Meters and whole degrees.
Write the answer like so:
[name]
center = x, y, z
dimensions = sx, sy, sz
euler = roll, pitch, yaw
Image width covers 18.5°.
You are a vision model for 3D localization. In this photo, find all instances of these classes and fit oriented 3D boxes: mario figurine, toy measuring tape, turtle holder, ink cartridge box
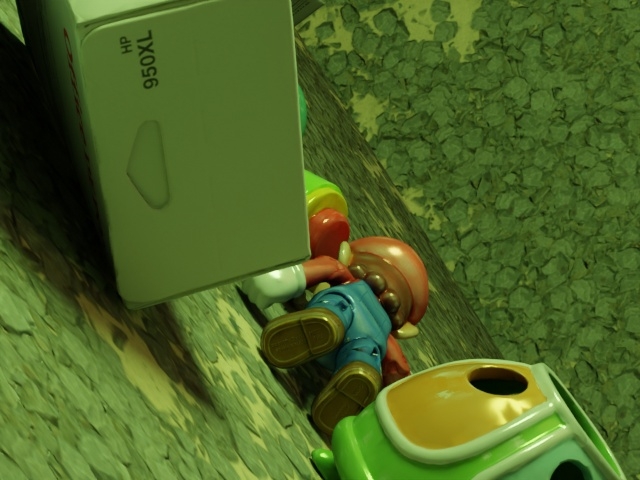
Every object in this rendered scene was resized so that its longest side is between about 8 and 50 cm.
[mario figurine]
center = 0.012, 0.104, 2.012
dimensions = 0.320, 0.170, 0.198
euler = -48, 139, -71
[toy measuring tape]
center = 0.000, 0.000, 2.187
dimensions = 0.121, 0.121, 0.330
euler = 59, 11, 29
[turtle holder]
center = 0.160, 0.252, 1.715
dimensions = 0.320, 0.227, 0.243
euler = 55, 7, 2
[ink cartridge box]
center = -0.148, -0.182, 1.596
dimensions = 0.395, 0.166, 0.285
euler = -116, -164, -46

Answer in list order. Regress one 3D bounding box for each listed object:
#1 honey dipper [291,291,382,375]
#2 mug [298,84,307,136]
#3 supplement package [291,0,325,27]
[honey dipper]
center = 0.018, 0.106, 2.217
dimensions = 0.161, 0.030, 0.030
euler = 47, 10, -30
[mug]
center = -0.075, -0.154, 2.225
dimensions = 0.129, 0.158, 0.097
euler = 23, 9, 37
[supplement package]
center = -0.131, -0.374, 2.808
dimensions = 0.177, 0.175, 0.293
euler = 54, 8, 5
